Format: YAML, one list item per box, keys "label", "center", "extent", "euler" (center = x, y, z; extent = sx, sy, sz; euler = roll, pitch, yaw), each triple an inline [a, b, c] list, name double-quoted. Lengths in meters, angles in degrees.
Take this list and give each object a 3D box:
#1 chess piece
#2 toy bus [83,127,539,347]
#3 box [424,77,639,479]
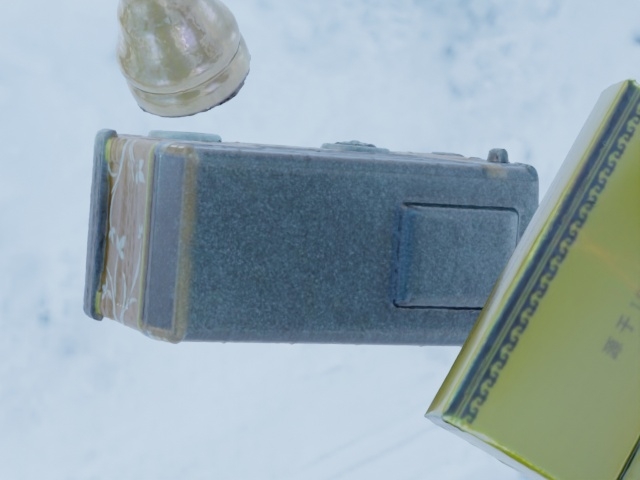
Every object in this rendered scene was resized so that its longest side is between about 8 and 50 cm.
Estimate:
- label: "chess piece"
  center: [-0.080, -0.123, 0.951]
  extent: [0.066, 0.122, 0.066]
  euler: [-9, 49, 10]
- label: "toy bus"
  center: [0.000, 0.000, 1.275]
  extent: [0.167, 0.275, 0.139]
  euler: [13, 99, 64]
- label: "box"
  center: [0.196, 0.072, 0.771]
  extent: [0.279, 0.041, 0.153]
  euler: [31, 82, -8]
